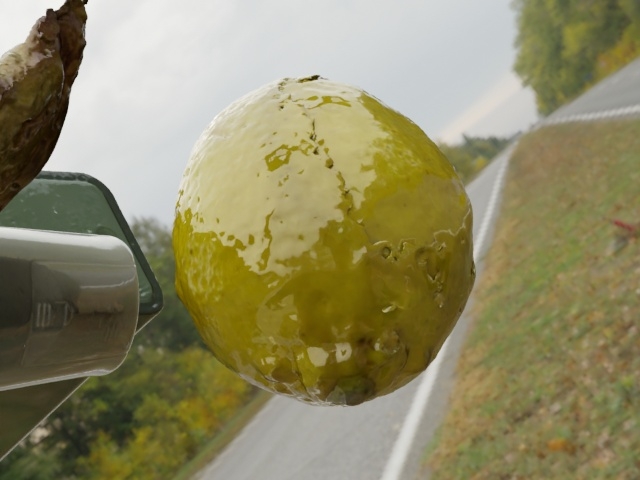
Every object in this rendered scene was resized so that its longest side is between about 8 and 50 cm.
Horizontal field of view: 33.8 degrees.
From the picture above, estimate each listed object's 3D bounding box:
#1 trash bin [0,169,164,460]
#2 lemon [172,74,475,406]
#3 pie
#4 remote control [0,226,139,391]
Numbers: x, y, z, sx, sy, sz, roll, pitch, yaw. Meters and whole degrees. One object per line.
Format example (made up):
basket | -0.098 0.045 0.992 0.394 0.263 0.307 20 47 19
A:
trash bin | -0.335 0.098 0.934 0.223 0.158 0.343 0 -36 -51
lemon | 0.000 0.000 0.713 0.204 0.260 0.204 -7 -42 -6
pie | -0.162 -0.035 0.480 0.191 0.033 0.088 -45 -26 -34
remote control | -0.196 0.047 0.681 0.055 0.109 0.313 5 -1 17
